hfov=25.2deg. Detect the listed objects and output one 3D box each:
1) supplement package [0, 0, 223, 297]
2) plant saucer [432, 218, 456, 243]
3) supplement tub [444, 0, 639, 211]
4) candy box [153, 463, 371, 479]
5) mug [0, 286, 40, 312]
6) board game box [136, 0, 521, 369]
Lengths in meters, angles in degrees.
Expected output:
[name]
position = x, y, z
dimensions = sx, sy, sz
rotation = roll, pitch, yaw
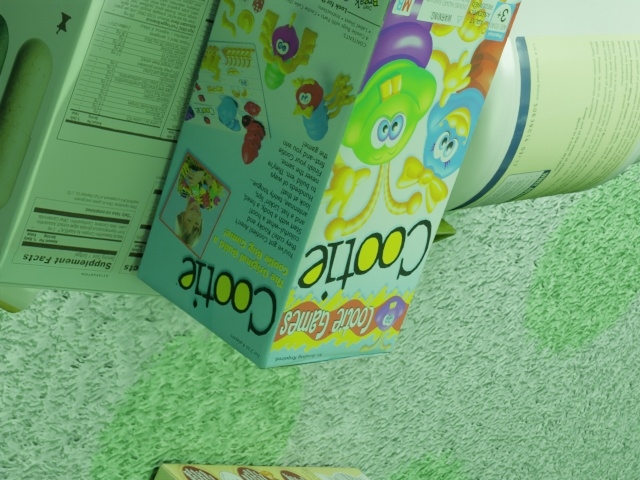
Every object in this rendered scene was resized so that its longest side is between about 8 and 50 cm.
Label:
[supplement package]
position = -0.170, -0.119, 1.050
dimensions = 0.198, 0.199, 0.263
rotation = 7, 110, -48
[plant saucer]
position = 0.000, 0.000, 1.355
dimensions = 0.188, 0.188, 0.045
rotation = -2, 76, -45
[supplement tub]
position = 0.179, -0.154, 1.355
dimensions = 0.324, 0.235, 0.235
rotation = -9, 121, -42
[candy box]
position = -0.069, 0.340, 1.539
dimensions = 0.316, 0.087, 0.183
rotation = 12, 106, -48
[mug]
position = -0.268, 0.027, 1.158
dimensions = 0.064, 0.062, 0.078
rotation = 26, 89, -42
[board game box]
position = 0.003, -0.069, 0.991
dimensions = 0.142, 0.144, 0.275
rotation = -1, 116, -48
